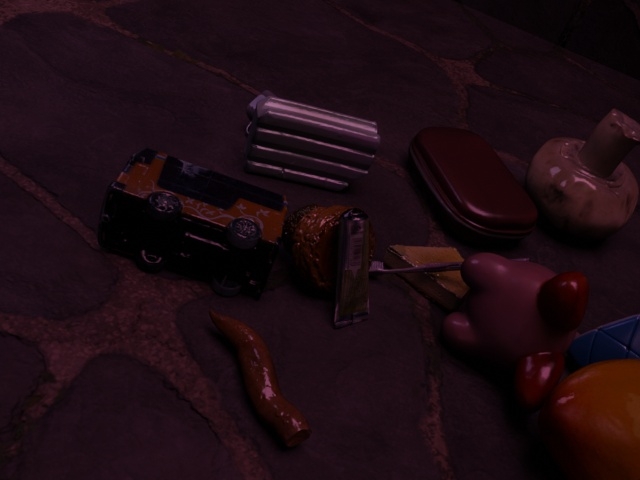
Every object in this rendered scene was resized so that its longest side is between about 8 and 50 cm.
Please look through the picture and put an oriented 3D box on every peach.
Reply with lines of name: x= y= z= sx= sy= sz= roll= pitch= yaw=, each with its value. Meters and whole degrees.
peach: x=0.528 y=0.337 z=1.147 sx=0.307 sy=0.289 sz=0.289 roll=-3 pitch=32 yaw=23

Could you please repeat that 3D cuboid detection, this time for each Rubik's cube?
Rubik's cube: x=0.618 y=0.269 z=1.387 sx=0.254 sy=0.254 sz=0.254 roll=13 pitch=39 yaw=-11

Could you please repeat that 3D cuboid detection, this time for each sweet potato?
sweet potato: x=-0.104 y=0.219 z=1.149 sx=0.067 sy=0.059 sz=0.281 roll=-22 pitch=51 yaw=-16

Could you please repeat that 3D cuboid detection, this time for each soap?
soap: x=-0.024 y=-0.224 z=1.616 sx=0.289 sy=0.173 sz=0.095 roll=11 pitch=39 yaw=-12

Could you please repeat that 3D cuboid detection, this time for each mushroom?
mushroom: x=0.712 y=-0.183 z=1.789 sx=0.314 sy=0.336 sz=0.314 roll=12 pitch=48 yaw=-13

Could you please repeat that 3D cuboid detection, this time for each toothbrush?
toothbrush: x=0.252 y=0.051 z=1.427 sx=0.353 sy=0.024 sz=0.029 roll=-3 pitch=58 yaw=9

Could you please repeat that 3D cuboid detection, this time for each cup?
cup: x=-0.121 y=-0.289 z=1.717 sx=0.128 sy=0.095 sz=0.129 roll=-44 pitch=61 yaw=-8

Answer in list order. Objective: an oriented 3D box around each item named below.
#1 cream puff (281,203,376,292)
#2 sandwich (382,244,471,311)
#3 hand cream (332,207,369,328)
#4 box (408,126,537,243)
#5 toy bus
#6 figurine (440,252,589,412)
cream puff: x=0.000 y=0.000 z=1.400 sx=0.183 sy=0.183 sz=0.169 roll=-13 pitch=24 yaw=-36
sandwich: x=0.256 y=0.057 z=1.514 sx=0.193 sy=0.058 sz=0.162 roll=36 pitch=39 yaw=20
hand cream: x=0.059 y=0.050 z=1.308 sx=0.086 sy=0.235 sz=0.055 roll=-10 pitch=19 yaw=-32
box: x=0.383 y=-0.146 z=1.767 sx=0.263 sy=0.108 sz=0.404 roll=2 pitch=42 yaw=-24
toy bus: x=-0.235 y=-0.036 z=1.311 sx=0.323 sy=0.162 sz=0.194 roll=19 pitch=38 yaw=-6
figurine: x=0.399 y=0.155 z=1.327 sx=0.211 sy=0.270 sz=0.261 roll=4 pitch=16 yaw=-41
